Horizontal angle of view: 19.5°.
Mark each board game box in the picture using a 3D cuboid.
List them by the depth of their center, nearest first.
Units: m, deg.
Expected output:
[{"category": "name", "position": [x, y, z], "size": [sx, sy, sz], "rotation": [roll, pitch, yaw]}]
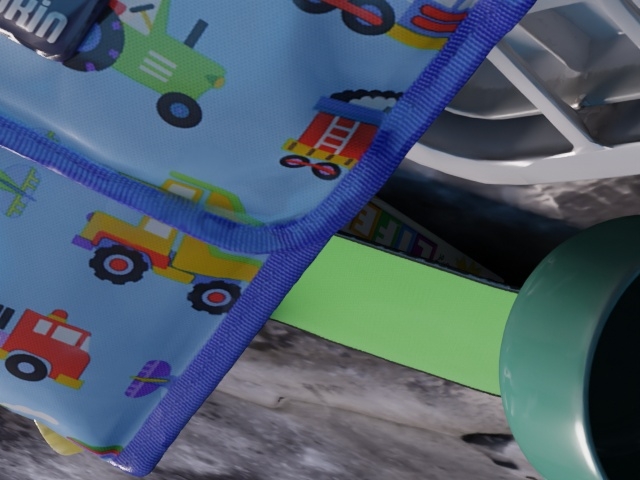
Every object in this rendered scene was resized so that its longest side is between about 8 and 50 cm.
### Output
[{"category": "board game box", "position": [0.000, 0.000, 0.916], "size": [0.154, 0.026, 0.103], "rotation": [32, 157, -26]}]

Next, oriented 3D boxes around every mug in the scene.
[{"category": "mug", "position": [0.151, 0.059, 0.775], "size": [0.157, 0.129, 0.097], "rotation": [26, 174, -23]}]

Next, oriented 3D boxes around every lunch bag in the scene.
[{"category": "lunch bag", "position": [-0.077, -0.082, 0.514], "size": [0.221, 0.138, 0.293], "rotation": [28, 146, -11]}]

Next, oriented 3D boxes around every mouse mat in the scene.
[{"category": "mouse mat", "position": [0.042, 0.035, 0.914], "size": [0.189, 0.007, 0.153], "rotation": [17, 159, 7]}]

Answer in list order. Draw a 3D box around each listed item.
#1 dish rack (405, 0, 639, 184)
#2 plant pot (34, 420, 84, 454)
[{"category": "dish rack", "position": [0.033, -0.135, 0.502], "size": [0.333, 0.072, 0.285], "rotation": [35, 156, -32]}, {"category": "plant pot", "position": [-0.101, 0.041, 0.999], "size": [0.095, 0.134, 0.134], "rotation": [-10, 151, 9]}]
